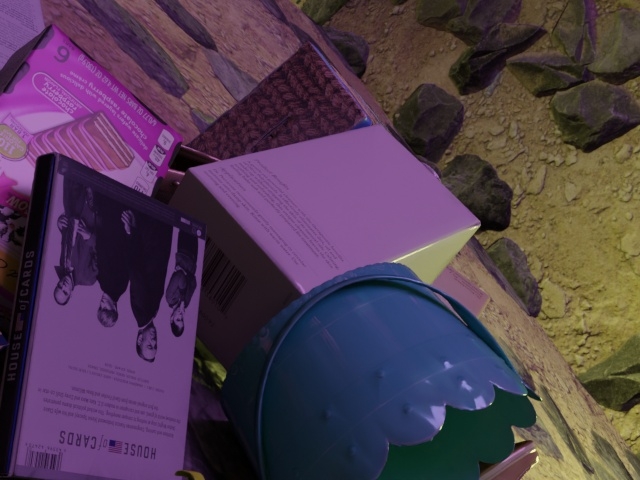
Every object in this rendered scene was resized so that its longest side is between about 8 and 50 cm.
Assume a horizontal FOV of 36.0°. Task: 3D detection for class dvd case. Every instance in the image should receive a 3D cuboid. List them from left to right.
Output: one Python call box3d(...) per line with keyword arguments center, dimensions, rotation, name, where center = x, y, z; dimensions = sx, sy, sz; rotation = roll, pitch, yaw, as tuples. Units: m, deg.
box3d(center=(-0.164, 0.073, 0.770), dimensions=(0.179, 0.029, 0.239), rotation=(29, 59, -52), name="dvd case")

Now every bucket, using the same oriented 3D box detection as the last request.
box3d(center=(0.050, 0.166, 0.947), dimensions=(0.183, 0.281, 0.281), rotation=(51, 14, 28), name="bucket")

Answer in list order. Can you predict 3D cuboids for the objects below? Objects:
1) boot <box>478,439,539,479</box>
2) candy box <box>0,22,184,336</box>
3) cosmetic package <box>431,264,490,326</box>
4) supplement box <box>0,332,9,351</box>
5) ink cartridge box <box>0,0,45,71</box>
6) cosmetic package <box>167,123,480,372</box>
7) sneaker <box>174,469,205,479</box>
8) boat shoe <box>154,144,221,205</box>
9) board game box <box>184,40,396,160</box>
box3d(center=(0.205, 0.344, 1.117), dimensions=(0.165, 0.213, 0.077), rotation=(53, -26, 6), name="boot")
box3d(center=(-0.229, -0.045, 0.819), dimensions=(0.159, 0.071, 0.234), rotation=(42, 48, -27), name="candy box")
box3d(center=(0.116, 0.119, 1.364), dimensions=(0.160, 0.113, 0.309), rotation=(37, 24, 7), name="cosmetic package")
box3d(center=(-0.275, 0.059, 0.666), dimensions=(0.083, 0.056, 0.083), rotation=(52, 15, 10), name="supplement box")
box3d(center=(-0.415, -0.251, 0.925), dimensions=(0.324, 0.071, 0.330), rotation=(25, 29, -38), name="ink cartridge box")
box3d(center=(0.000, 0.000, 1.138), dimensions=(0.197, 0.155, 0.365), rotation=(47, 34, 19), name="cosmetic package")
box3d(center=(-0.068, 0.266, 0.674), dimensions=(0.084, 0.097, 0.235), rotation=(25, 29, -56), name="sneaker")
box3d(center=(-0.224, -0.102, 1.079), dimensions=(0.302, 0.098, 0.109), rotation=(27, 27, -33), name="boat shoe")
box3d(center=(-0.018, -0.112, 1.409), dimensions=(0.141, 0.232, 0.291), rotation=(55, 10, 21), name="board game box")
